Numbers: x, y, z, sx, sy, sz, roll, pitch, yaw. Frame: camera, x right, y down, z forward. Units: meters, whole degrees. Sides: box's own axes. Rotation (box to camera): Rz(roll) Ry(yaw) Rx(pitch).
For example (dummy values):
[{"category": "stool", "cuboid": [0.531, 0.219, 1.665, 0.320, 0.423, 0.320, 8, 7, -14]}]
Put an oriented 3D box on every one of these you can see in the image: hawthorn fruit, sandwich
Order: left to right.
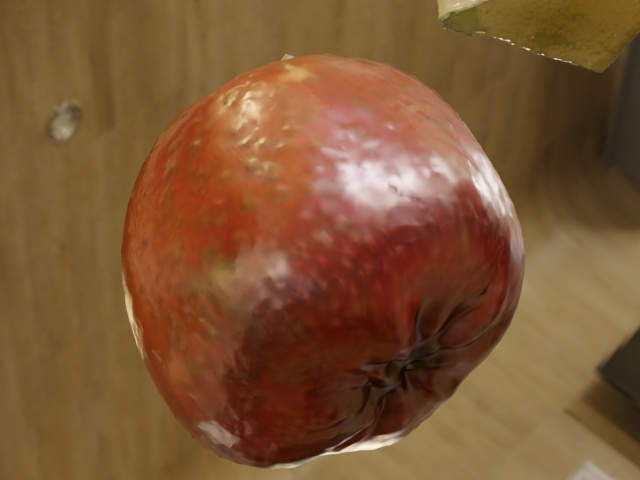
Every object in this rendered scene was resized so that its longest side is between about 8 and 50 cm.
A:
[{"category": "hawthorn fruit", "cuboid": [0.000, 0.000, 1.086, 0.275, 0.299, 0.275, -10, -25, -5]}, {"category": "sandwich", "cuboid": [0.230, -0.244, 1.502, 0.193, 0.058, 0.162, 12, -36, -22]}]
